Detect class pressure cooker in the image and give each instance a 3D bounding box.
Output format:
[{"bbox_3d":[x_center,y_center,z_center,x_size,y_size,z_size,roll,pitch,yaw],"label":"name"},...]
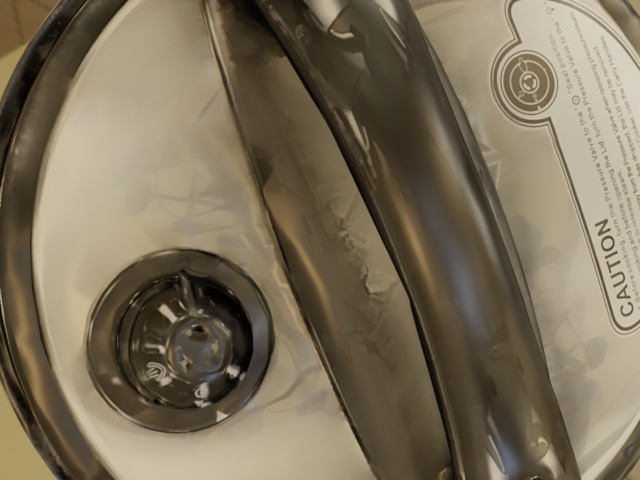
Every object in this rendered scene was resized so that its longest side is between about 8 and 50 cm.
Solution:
[{"bbox_3d":[-0.005,0.004,0.667,0.369,0.376,0.420,26,175,-15],"label":"pressure cooker"}]
